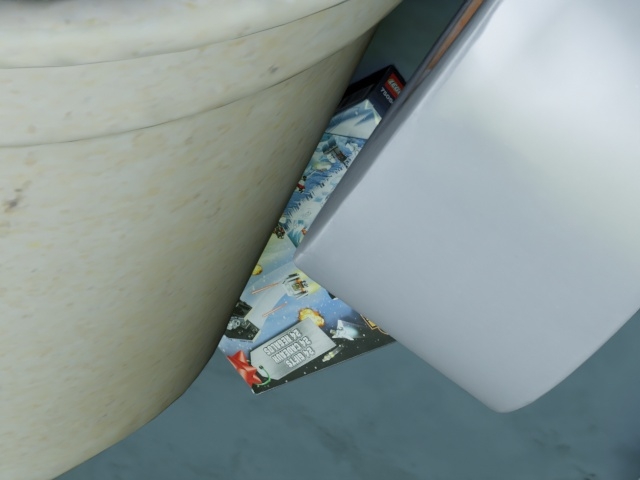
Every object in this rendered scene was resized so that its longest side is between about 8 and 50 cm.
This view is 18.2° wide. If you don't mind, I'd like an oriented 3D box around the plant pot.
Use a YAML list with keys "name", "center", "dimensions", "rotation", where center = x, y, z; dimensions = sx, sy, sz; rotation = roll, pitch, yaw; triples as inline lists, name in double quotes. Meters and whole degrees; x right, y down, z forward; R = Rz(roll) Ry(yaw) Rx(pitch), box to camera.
- name: "plant pot"
  center: [-0.113, -0.088, 0.584]
  dimensions: [0.333, 0.334, 0.305]
  rotation: [26, 144, 6]

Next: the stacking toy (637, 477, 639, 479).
- name: "stacking toy"
  center: [0.229, 0.062, 0.680]
  dimensions: [0.279, 0.130, 0.309]
  rotation: [-3, 131, -3]

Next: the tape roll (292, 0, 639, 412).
- name: "tape roll"
  center: [0.083, -0.062, 0.542]
  dimensions: [0.072, 0.219, 0.219]
  rotation: [35, 133, -3]

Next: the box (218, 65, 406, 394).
- name: "box"
  center: [0.000, 0.000, 0.766]
  dimensions: [0.137, 0.027, 0.094]
  rotation: [-23, 111, 38]
